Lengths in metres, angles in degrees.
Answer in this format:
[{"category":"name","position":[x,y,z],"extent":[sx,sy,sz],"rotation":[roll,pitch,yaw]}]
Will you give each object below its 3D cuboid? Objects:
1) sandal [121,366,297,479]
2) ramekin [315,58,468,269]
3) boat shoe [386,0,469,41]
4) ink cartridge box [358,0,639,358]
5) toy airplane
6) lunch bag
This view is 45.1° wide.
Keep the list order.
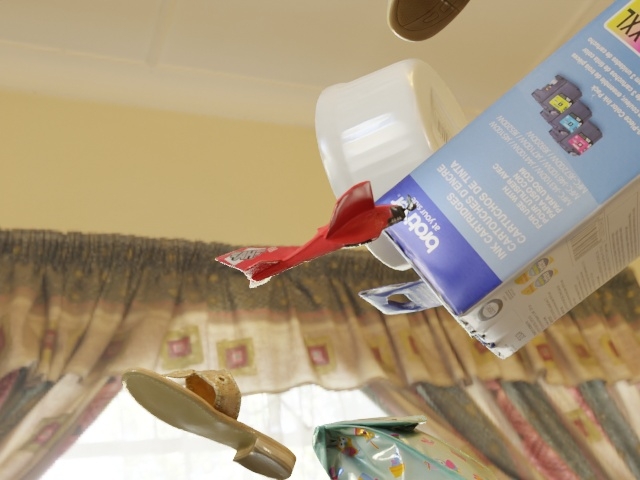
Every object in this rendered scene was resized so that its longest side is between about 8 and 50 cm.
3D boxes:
[{"category":"sandal","position":[-0.122,0.194,0.921],"extent":[0.240,0.079,0.088],"rotation":[38,-44,-18]},{"category":"ramekin","position":[0.124,-0.110,1.051],"extent":[0.135,0.277,0.277],"rotation":[-23,-33,25]},{"category":"boat shoe","position":[0.190,-0.457,1.147],"extent":[0.122,0.110,0.341],"rotation":[24,-82,-25]},{"category":"ink cartridge box","position":[0.227,-0.030,0.785],"extent":[0.395,0.151,0.270],"rotation":[-41,-27,6]},{"category":"toy airplane","position":[0.000,0.000,0.555],"extent":[0.151,0.028,0.151],"rotation":[-19,-13,-5]},{"category":"lunch bag","position":[0.120,0.341,1.129],"extent":[0.160,0.262,0.223],"rotation":[-58,-18,0]}]
